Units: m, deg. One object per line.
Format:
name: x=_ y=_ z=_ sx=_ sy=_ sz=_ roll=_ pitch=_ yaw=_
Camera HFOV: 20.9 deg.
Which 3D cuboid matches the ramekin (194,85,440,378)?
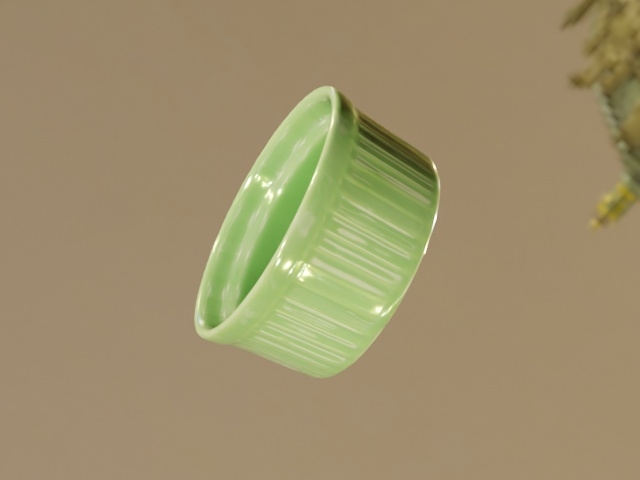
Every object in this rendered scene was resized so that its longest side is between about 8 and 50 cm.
ramekin: x=0.000 y=0.000 z=1.874 sx=0.148 sy=0.303 sz=0.303 roll=27 pitch=-154 yaw=-15
